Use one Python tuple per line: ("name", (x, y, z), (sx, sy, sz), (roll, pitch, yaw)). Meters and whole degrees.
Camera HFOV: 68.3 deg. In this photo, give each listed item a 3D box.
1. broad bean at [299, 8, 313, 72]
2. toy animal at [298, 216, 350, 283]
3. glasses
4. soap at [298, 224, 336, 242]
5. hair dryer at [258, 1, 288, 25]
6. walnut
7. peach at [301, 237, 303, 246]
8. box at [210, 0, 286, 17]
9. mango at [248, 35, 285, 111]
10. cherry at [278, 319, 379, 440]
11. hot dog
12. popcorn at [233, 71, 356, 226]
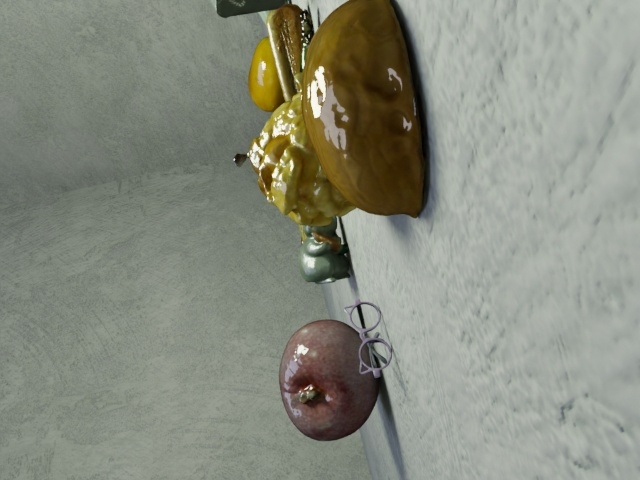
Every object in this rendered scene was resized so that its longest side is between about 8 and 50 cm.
("broad bean", (0.004, -0.209, 0.750), (0.144, 0.049, 0.292), (90, 167, -70))
("toy animal", (-0.007, -0.012, 1.089), (0.108, 0.138, 0.237), (-25, -80, -59))
("glasses", (0.085, 0.183, 0.831), (0.104, 0.062, 0.140), (80, 176, -59))
("soap", (0.000, 0.001, 1.245), (0.037, 0.092, 0.252), (84, 173, -49))
("hair dryer", (-0.105, -0.482, 1.012), (0.267, 0.092, 0.229), (-92, -20, -52))
("walnut", (0.028, -0.114, 0.435), (0.167, 0.086, 0.212), (-173, 70, -82))
("peach", (-0.012, 0.004, 1.478), (0.172, 0.092, 0.127), (-81, -14, -68))
("box", (-0.117, -0.462, 0.698), (0.135, 0.163, 0.243), (66, 159, 15))
("mango", (-0.152, -0.496, 1.450), (0.254, 0.139, 0.176), (122, 131, -76))
("cherry", (0.023, 0.305, 1.071), (0.307, 0.220, 0.262), (-33, -61, -80))
("hot dog", (-0.035, -0.279, 0.873), (0.061, 0.087, 0.286), (-97, -2, -73))
("popcorn", (-0.006, -0.111, 0.590), (0.140, 0.163, 0.194), (31, -168, -32))
